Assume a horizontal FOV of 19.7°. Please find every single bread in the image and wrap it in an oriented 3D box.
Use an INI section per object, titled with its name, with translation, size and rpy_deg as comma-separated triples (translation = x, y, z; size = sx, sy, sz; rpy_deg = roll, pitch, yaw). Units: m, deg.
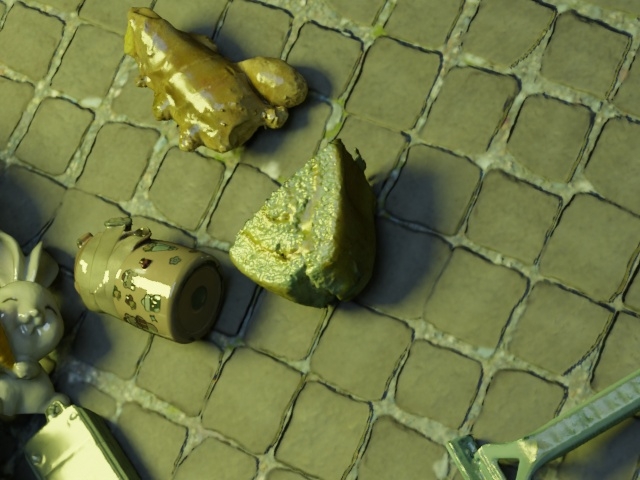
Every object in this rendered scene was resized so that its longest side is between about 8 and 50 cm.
[bread]
translation = 0.005, -0.003, 1.701
size = 0.156, 0.103, 0.110
rpy_deg = -48, 57, 11

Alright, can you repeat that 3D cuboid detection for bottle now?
[bottle]
translation = -0.176, 0.035, 1.773
size = 0.152, 0.099, 0.099
rpy_deg = 19, 82, 30

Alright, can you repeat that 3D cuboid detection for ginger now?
[ginger]
translation = -0.119, -0.148, 1.812
size = 0.205, 0.081, 0.115
rpy_deg = 24, 98, 21

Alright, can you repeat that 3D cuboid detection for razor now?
[razor]
translation = 0.246, 0.146, 1.580
size = 0.278, 0.056, 0.111
rpy_deg = -35, 63, 10

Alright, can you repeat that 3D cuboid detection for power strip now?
[power strip]
translation = -0.188, 0.269, 1.729
size = 0.078, 0.052, 0.272
rpy_deg = -41, 64, 7

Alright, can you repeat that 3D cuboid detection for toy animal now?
[toy animal]
translation = -0.306, 0.077, 1.796
size = 0.127, 0.131, 0.181
rpy_deg = 5, 90, 60
